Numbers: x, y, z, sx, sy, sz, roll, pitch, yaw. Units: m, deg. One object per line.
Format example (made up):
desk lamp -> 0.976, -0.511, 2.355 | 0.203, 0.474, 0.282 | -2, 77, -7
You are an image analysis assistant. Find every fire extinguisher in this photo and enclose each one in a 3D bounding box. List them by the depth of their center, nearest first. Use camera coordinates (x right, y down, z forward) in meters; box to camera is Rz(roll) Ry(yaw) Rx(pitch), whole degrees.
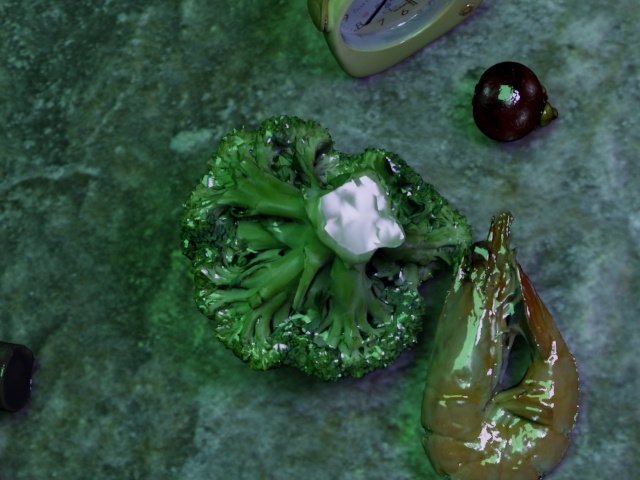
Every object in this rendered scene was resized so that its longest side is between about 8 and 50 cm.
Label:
fire extinguisher -> -0.424, 0.118, 1.986 | 0.268, 0.072, 0.089 | 8, 44, 22

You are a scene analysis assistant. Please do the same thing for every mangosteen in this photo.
mangosteen -> 0.186, -0.135, 1.856 | 0.081, 0.081, 0.081 | -6, 69, 17

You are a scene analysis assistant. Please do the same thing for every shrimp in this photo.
shrimp -> 0.168, 0.106, 1.760 | 0.145, 0.061, 0.267 | 2, 84, 9

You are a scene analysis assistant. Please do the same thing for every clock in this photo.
clock -> 0.062, -0.258, 1.857 | 0.170, 0.232, 0.069 | -31, 64, 5

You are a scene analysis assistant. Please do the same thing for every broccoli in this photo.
broccoli -> 0.000, 0.000, 1.800 | 0.261, 0.241, 0.269 | -31, 92, -15
